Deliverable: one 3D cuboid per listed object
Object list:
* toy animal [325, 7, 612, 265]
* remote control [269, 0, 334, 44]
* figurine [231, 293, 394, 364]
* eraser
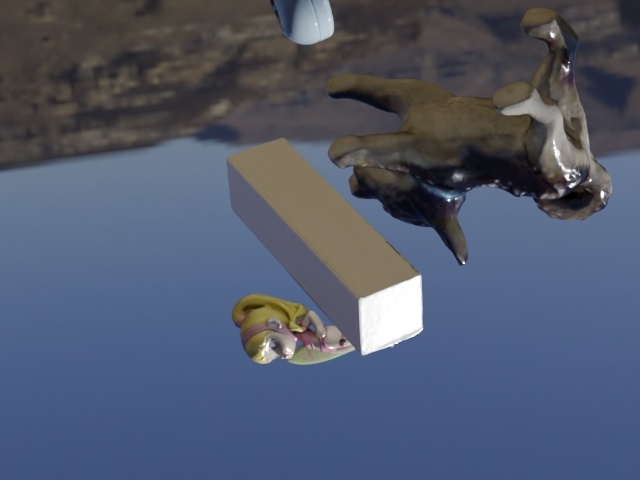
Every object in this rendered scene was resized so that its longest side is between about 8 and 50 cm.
[{"bbox_3d":[0.199,-0.101,2.040,0.344,0.302,0.194,-14,-135,19],"label":"toy animal"},{"bbox_3d":[-0.050,-0.273,1.271,0.047,0.244,0.087,-22,-177,-3],"label":"remote control"},{"bbox_3d":[-0.010,0.101,1.778,0.187,0.083,0.083,-1,-172,10],"label":"figurine"},{"bbox_3d":[0.000,0.000,1.680,0.076,0.078,0.298,-21,-139,-21],"label":"eraser"}]
